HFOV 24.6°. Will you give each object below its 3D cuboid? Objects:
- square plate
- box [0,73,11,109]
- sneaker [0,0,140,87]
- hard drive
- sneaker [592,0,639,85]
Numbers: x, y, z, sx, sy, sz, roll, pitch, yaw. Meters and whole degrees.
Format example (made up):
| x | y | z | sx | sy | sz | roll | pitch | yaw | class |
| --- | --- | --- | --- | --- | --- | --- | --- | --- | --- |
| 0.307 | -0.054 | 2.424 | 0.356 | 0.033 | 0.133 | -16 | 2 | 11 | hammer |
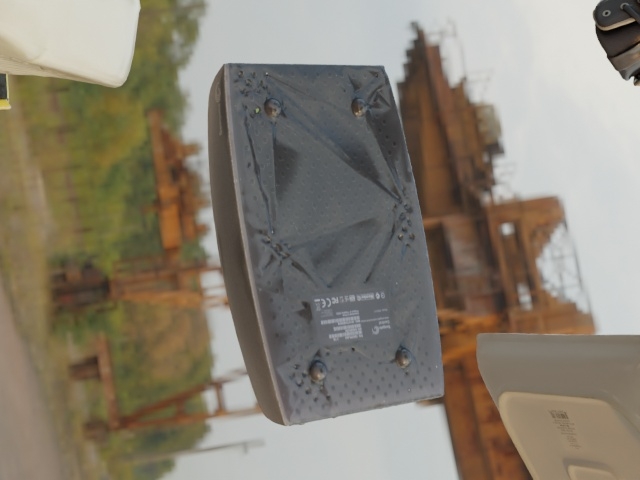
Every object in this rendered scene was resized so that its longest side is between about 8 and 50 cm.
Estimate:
| x | y | z | sx | sy | sz | roll | pitch | yaw | class |
| --- | --- | --- | --- | --- | --- | --- | --- | --- | --- |
| 0.295 | 0.246 | 1.410 | 0.344 | 0.049 | 0.347 | 61 | -20 | -8 | square plate |
| -0.379 | -0.256 | 1.132 | 0.079 | 0.257 | 0.322 | 4 | -82 | 51 | box |
| -0.122 | -0.124 | 0.357 | 0.350 | 0.131 | 0.148 | -46 | 141 | -87 | sneaker |
| 0.000 | 0.000 | 1.063 | 0.054 | 0.172 | 0.255 | -16 | -98 | 49 | hard drive |
| 0.306 | -0.168 | 1.128 | 0.086 | 0.163 | 0.226 | 54 | 7 | -26 | sneaker |
